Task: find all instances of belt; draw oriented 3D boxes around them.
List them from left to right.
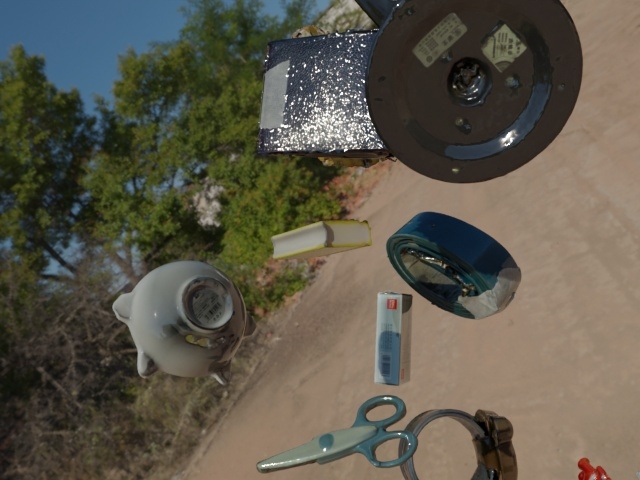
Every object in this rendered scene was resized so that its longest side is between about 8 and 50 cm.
[{"bbox_3d":[0.425,0.081,1.729,0.173,0.300,0.436,-36,47,-23],"label":"belt"}]

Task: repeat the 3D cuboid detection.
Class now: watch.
[{"bbox_3d":[0.415,0.686,1.615,0.326,0.335,0.314,-9,-17,-3],"label":"watch"}]

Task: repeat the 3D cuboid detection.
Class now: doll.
[{"bbox_3d":[0.797,0.702,1.431,0.076,0.142,0.245,-23,26,-13],"label":"doll"}]

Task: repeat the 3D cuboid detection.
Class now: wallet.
[{"bbox_3d":[0.019,-0.255,0.941,0.262,0.221,0.071,3,-3,18],"label":"wallet"}]

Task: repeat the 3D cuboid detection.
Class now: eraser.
[{"bbox_3d":[0.000,0.000,1.297,0.158,0.069,0.226,-4,-6,-39],"label":"eraser"}]

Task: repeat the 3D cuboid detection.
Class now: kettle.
[{"bbox_3d":[0.153,-0.251,0.704,0.228,0.321,0.324,-49,6,23],"label":"kettle"}]

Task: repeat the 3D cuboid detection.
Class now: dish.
[{"bbox_3d":[-0.196,0.126,0.868,0.236,0.228,0.086,-12,-16,-41],"label":"dish"}]

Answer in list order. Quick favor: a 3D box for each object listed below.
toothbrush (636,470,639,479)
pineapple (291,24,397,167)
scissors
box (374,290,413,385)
[{"bbox_3d":[0.774,0.586,1.099,0.024,0.018,0.257,-21,40,-20],"label":"toothbrush"},{"bbox_3d":[0.026,-0.315,1.237,0.209,0.344,0.286,-28,15,28],"label":"pineapple"},{"bbox_3d":[0.024,0.363,0.938,0.289,0.041,0.138,-17,40,2],"label":"scissors"},{"bbox_3d":[0.219,0.285,1.562,0.079,0.270,0.135,0,-7,24],"label":"box"}]
